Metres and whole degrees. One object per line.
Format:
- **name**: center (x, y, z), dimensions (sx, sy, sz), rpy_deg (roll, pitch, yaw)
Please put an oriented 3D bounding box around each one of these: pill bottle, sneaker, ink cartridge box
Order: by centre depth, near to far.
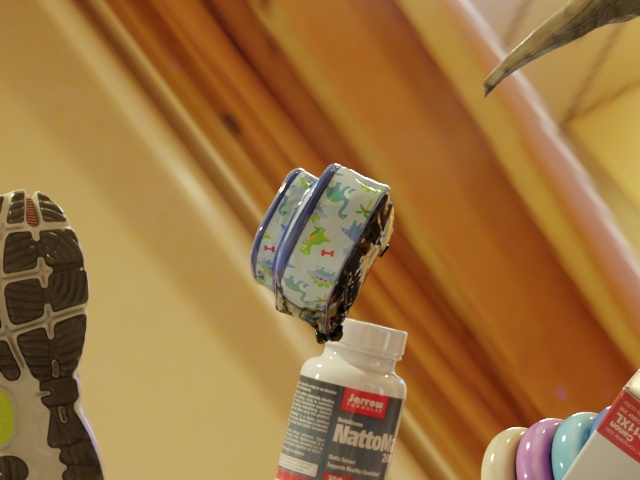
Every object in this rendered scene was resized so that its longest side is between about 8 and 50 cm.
- **ink cartridge box**: center (0.229, 0.177, 1.480), dimensions (0.175, 0.072, 0.127), rpy_deg (-60, -13, 25)
- **sneaker**: center (-0.234, 0.102, 1.517), dimensions (0.107, 0.279, 0.118), rpy_deg (-4, -5, -16)
- **pill bottle**: center (0.025, 0.168, 1.913), dimensions (0.108, 0.108, 0.180), rpy_deg (16, -93, -67)

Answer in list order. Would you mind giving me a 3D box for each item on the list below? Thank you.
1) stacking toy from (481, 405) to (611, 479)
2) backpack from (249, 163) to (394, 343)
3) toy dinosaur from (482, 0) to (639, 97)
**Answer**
- **stacking toy**: center (0.303, 0.176, 1.665), dimensions (0.330, 0.141, 0.141), rpy_deg (-27, -12, 31)
- **backpack**: center (0.000, 0.000, 1.377), dimensions (0.105, 0.084, 0.114), rpy_deg (-62, -6, -20)
- **toy dinosaur**: center (0.227, -0.217, 1.558), dimensions (0.268, 0.118, 0.064), rpy_deg (-27, 22, -23)
